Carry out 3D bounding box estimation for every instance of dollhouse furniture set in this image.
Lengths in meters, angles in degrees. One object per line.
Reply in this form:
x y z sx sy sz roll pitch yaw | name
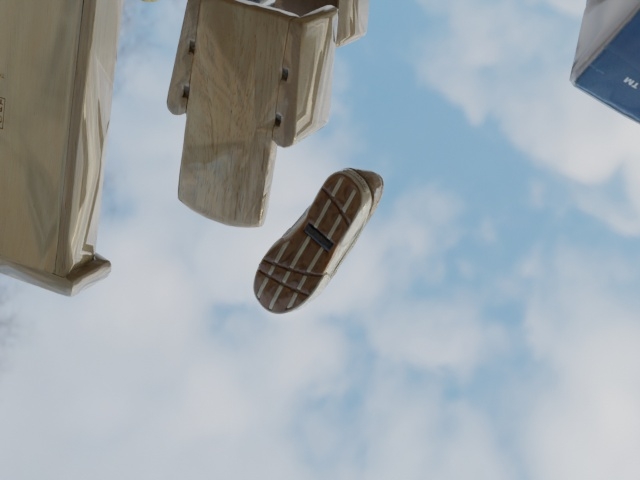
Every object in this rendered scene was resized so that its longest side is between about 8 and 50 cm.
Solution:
-0.084 -0.105 1.034 0.286 0.198 0.303 18 -156 20 | dollhouse furniture set

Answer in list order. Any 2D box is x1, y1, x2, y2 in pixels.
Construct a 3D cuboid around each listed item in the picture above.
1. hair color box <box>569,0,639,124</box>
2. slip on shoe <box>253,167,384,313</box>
0.204 -0.171 0.394 0.105 0.347 0.174 28 -132 -9 | hair color box
0.000 0.000 1.166 0.051 0.135 0.041 42 -149 17 | slip on shoe
